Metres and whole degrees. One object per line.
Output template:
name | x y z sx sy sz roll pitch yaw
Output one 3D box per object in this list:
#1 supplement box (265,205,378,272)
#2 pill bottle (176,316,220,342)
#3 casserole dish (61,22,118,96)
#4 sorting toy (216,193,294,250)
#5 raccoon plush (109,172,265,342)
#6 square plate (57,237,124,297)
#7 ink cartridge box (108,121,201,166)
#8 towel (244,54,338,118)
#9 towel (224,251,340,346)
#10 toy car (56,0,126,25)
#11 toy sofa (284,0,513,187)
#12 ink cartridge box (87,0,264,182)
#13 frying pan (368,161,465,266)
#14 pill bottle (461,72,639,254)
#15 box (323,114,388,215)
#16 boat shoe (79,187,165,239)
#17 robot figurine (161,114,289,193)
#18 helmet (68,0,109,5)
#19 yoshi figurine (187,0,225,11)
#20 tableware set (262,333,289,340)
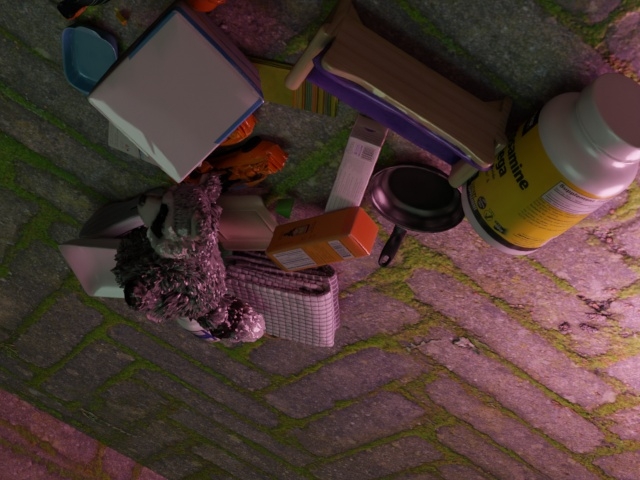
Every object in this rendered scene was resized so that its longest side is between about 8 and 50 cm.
supplement box | 0.000 0.000 1.836 0.234 0.078 0.080 -10 136 38
pill bottle | -0.296 0.178 2.217 0.112 0.112 0.186 8 162 18
casserole dish | -0.443 -0.353 1.747 0.114 0.037 0.188 20 145 2
sorting toy | -0.173 -0.047 1.980 0.348 0.047 0.196 0 147 22
raccoon plush | -0.217 0.030 1.895 0.299 0.216 0.446 -35 141 30
square plate | -0.423 0.068 2.170 0.344 0.049 0.347 2 157 -1
ink cartridge box | -0.323 -0.216 1.758 0.198 0.067 0.115 22 119 27
towel | -0.081 -0.288 1.659 0.237 0.021 0.102 14 143 11
towel | -0.096 0.131 2.135 0.284 0.121 0.235 11 145 11
toy car | -0.418 -0.410 1.646 0.122 0.060 0.040 31 176 -2
toy sofa | 0.129 -0.227 1.499 0.363 0.177 0.150 29 143 -12
ink cartridge box | -0.232 -0.262 1.493 0.198 0.270 0.197 -42 109 11
frying pan | 0.201 -0.047 1.804 0.197 0.053 0.326 9 144 17
pill bottle | 0.397 -0.124 1.485 0.188 0.187 0.334 30 143 -11
box | 0.061 -0.115 1.775 0.067 0.063 0.324 21 144 3
boat shoe | -0.445 -0.035 2.104 0.302 0.109 0.094 -15 133 36
robot figurine | -0.220 -0.173 1.824 0.291 0.085 0.211 -13 131 38
helmet | -0.384 -0.467 1.462 0.162 0.169 0.169 23 148 25
yoshi figurine | -0.110 -0.489 1.330 0.362 0.204 0.202 -10 95 55
tableware set | -0.184 0.234 2.375 0.194 0.039 0.128 5 141 22
